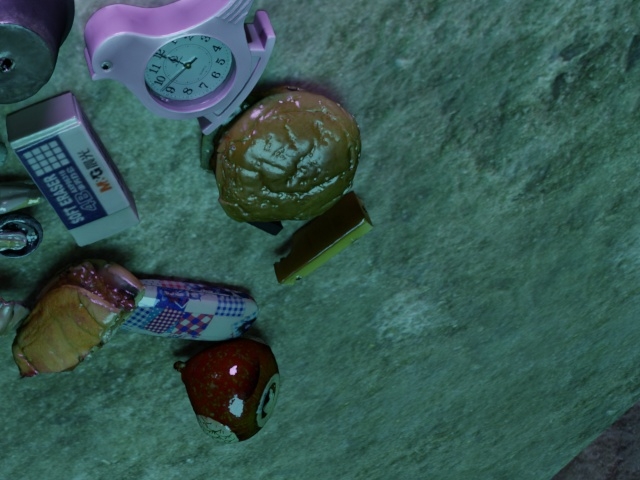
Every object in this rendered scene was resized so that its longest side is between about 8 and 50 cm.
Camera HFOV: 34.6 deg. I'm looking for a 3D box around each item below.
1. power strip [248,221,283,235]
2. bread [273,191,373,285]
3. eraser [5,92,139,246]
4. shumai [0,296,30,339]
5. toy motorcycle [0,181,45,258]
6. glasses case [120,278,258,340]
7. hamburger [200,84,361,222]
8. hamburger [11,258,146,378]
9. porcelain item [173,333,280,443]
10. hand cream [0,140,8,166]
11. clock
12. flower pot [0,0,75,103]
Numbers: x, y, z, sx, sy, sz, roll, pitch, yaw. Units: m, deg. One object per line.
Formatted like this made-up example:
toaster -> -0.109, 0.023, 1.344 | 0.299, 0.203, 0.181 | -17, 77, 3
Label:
power strip -> -0.121, -0.045, 2.016 | 0.029, 0.038, 0.111 | -43, 136, 22
bread -> 0.000, 0.000, 2.083 | 0.226, 0.088, 0.049 | -35, 141, 17
eraser -> -0.422, -0.116, 1.771 | 0.124, 0.081, 0.279 | -22, 140, -1
shumai -> -0.655, 0.197, 1.855 | 0.262, 0.314, 0.267 | -29, 127, 2
toy motorcycle -> -0.640, -0.045, 1.739 | 0.340, 0.108, 0.223 | -3, 128, -22
glasses case -> -0.281, 0.145, 2.125 | 0.327, 0.076, 0.125 | 9, 129, -33
hamburger -> -0.068, -0.147, 1.855 | 0.285, 0.134, 0.265 | -9, 140, -18
hamburger -> -0.469, 0.147, 1.968 | 0.282, 0.155, 0.245 | 5, 110, 19
porcelain item -> -0.214, 0.313, 2.258 | 0.253, 0.253, 0.253 | -12, 139, -11
hand cream -> -0.586, -0.162, 1.632 | 0.050, 0.078, 0.205 | 2, 170, 29
clock -> -0.209, -0.327, 1.637 | 0.275, 0.080, 0.290 | 19, 125, -38
flower pot -> -0.469, -0.298, 1.502 | 0.235, 0.148, 0.235 | -13, 138, -12
